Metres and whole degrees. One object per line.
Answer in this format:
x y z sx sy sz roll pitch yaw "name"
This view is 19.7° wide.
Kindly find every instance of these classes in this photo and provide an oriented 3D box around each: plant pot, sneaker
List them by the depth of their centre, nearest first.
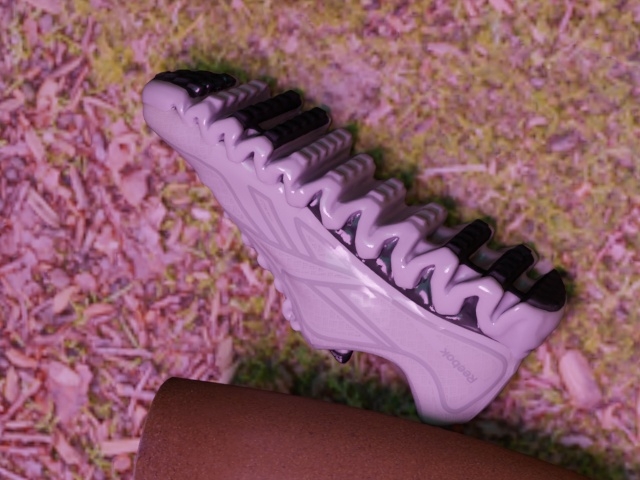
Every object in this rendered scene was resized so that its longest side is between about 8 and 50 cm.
0.037 0.197 1.053 0.254 0.237 0.237 0 94 6 "plant pot"
0.000 0.000 1.103 0.292 0.110 0.118 36 115 16 "sneaker"
